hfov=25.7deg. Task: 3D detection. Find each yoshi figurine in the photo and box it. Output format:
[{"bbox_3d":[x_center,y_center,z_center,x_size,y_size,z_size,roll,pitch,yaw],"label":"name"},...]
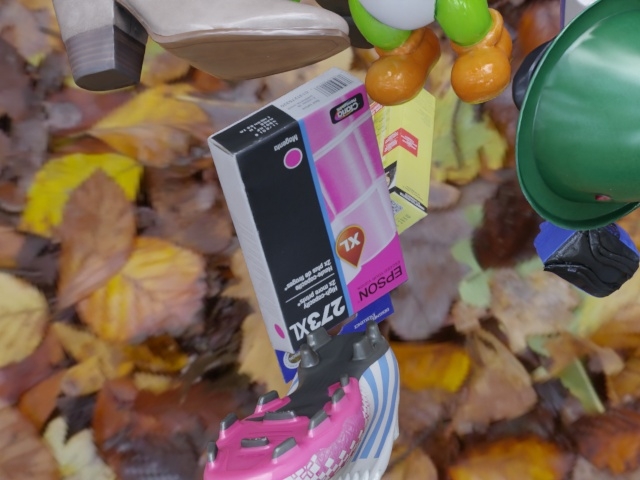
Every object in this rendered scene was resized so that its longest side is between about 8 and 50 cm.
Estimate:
[{"bbox_3d":[0.053,-0.276,1.318,0.203,0.203,0.362,-30,125,-5],"label":"yoshi figurine"}]

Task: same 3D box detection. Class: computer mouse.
[{"bbox_3d":[0.301,-0.240,1.671,0.242,0.041,0.071,-46,126,-21],"label":"computer mouse"}]

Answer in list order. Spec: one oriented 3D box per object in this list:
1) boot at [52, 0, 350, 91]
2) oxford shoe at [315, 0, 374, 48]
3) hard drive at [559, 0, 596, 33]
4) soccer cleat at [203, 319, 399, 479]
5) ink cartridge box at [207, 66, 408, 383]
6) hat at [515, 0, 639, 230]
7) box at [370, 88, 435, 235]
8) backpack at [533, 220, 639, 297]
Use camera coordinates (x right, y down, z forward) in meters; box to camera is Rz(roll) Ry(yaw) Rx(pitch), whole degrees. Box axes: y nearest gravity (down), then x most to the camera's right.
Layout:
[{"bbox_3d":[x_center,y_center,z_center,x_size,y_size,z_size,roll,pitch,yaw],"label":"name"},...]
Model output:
[{"bbox_3d":[-0.047,-0.101,0.505,0.118,0.042,0.087,-5,72,16],"label":"boot"},{"bbox_3d":[0.035,-0.344,1.872,0.076,0.212,0.076,10,69,20],"label":"oxford shoe"},{"bbox_3d":[0.319,-0.273,1.383,0.210,0.319,0.040,-46,79,2],"label":"hard drive"},{"bbox_3d":[0.006,0.182,1.207,0.116,0.331,0.143,-9,103,22],"label":"soccer cleat"},{"bbox_3d":[0.000,0.000,1.607,0.176,0.069,0.371,-32,132,-21],"label":"ink cartridge box"},{"bbox_3d":[0.259,-0.059,0.886,0.208,0.183,0.173,-23,125,-27],"label":"hat"},{"bbox_3d":[0.095,-0.103,1.787,0.058,0.232,0.087,35,130,-23],"label":"box"},{"bbox_3d":[0.349,0.006,1.804,0.120,0.101,0.098,32,119,-24],"label":"backpack"}]
